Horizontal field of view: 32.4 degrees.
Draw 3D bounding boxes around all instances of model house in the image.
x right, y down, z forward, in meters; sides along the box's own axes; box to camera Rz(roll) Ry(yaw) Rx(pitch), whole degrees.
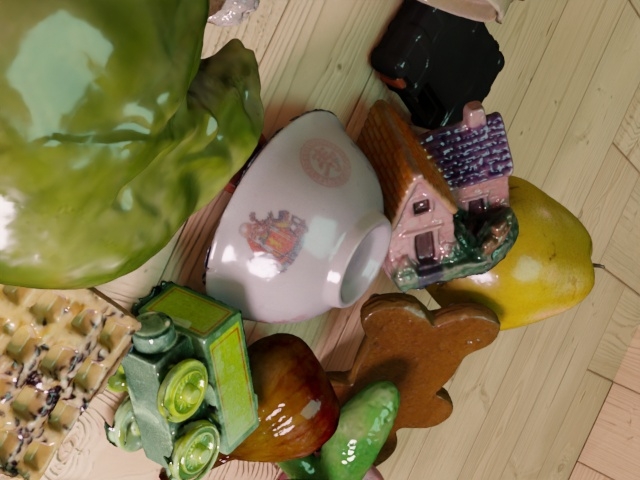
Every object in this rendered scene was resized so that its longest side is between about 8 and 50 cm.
[{"bbox_3d":[0.182,-0.085,1.700,0.237,0.202,0.237,-14,136,-2],"label":"model house"}]

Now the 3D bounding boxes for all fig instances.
[{"bbox_3d":[-0.112,0.265,1.688,0.290,0.190,0.190,-26,147,13],"label":"fig"}]

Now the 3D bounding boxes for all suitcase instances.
[{"bbox_3d":[0.198,-0.293,1.795,0.206,0.066,0.285,-59,146,-10],"label":"suitcase"}]

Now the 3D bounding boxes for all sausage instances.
[{"bbox_3d":[-0.106,-0.108,1.503,0.054,0.059,0.094,-133,-115,-79],"label":"sausage"}]

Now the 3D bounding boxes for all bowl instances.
[{"bbox_3d":[0.000,0.000,1.572,0.345,0.157,0.345,-48,155,-31],"label":"bowl"}]

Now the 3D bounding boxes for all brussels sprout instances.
[{"bbox_3d":[-0.265,-0.144,0.978,0.425,0.342,0.361,52,53,-45],"label":"brussels sprout"}]

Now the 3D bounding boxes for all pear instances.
[{"bbox_3d":[0.331,0.013,1.949,0.336,0.285,0.285,-21,131,-14],"label":"pear"}]

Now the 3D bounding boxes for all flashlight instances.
[{"bbox_3d":[0.164,-0.176,1.806,0.018,0.083,0.018,-10,114,-51],"label":"flashlight"}]

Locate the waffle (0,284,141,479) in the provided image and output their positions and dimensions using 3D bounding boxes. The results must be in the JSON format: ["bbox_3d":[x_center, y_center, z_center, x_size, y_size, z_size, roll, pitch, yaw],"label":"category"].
[{"bbox_3d":[-0.386,0.112,1.207,0.261,0.114,0.376,-59,146,-11],"label":"waffle"}]

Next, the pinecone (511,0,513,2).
[{"bbox_3d":[0.295,-0.474,1.721,0.150,0.179,0.195,-16,140,-21],"label":"pinecone"}]

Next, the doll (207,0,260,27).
[{"bbox_3d":[-0.162,-0.290,1.270,0.221,0.105,0.115,-28,95,-42],"label":"doll"}]

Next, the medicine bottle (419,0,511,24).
[{"bbox_3d":[0.230,-0.536,1.534,0.236,0.236,0.406,21,93,-56],"label":"medicine bottle"}]

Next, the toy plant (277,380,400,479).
[{"bbox_3d":[0.027,0.422,1.870,0.317,0.210,0.356,-43,141,-21],"label":"toy plant"}]

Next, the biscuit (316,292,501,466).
[{"bbox_3d":[0.109,0.250,1.911,0.283,0.064,0.432,9,128,-20],"label":"biscuit"}]

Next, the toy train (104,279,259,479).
[{"bbox_3d":[-0.188,0.198,1.496,0.188,0.159,0.271,-40,137,-39],"label":"toy train"}]
